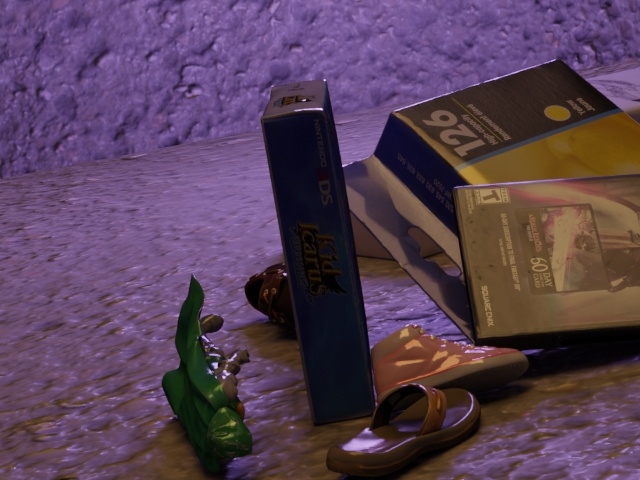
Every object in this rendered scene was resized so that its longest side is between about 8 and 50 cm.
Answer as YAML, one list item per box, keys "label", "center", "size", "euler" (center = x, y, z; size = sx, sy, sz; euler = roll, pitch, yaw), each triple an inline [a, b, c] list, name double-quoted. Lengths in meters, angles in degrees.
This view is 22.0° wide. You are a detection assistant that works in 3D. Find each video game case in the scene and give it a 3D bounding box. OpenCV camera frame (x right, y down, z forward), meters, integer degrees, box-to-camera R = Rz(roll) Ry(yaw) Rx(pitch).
- label: "video game case"
  center: [0.000, 0.000, 1.494]
  size: [0.061, 0.270, 0.244]
  euler: [-9, 12, 1]
- label: "video game case"
  center: [0.266, 0.014, 1.490]
  size: [0.274, 0.026, 0.196]
  euler: [-5, 45, 0]

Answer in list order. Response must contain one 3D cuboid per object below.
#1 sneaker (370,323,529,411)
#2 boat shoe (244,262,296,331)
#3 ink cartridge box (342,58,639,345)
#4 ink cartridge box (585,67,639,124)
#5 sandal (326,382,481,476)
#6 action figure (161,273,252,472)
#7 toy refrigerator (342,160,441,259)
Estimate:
- label: "sneaker"
  center: [0.106, 0.097, 1.404]
  size: [0.134, 0.070, 0.051]
  euler: [-13, -29, -4]
- label: "boat shoe"
  center: [-0.030, 0.063, 1.730]
  size: [0.073, 0.073, 0.207]
  euler: [-14, 5, -13]
- label: "ink cartridge box"
  center: [0.207, -0.045, 1.623]
  size: [0.307, 0.072, 0.303]
  euler: [-19, 48, -28]
- label: "ink cartridge box"
  center: [0.375, -0.106, 1.950]
  size: [0.394, 0.166, 0.285]
  euler: [-12, 12, -13]
- label: "sandal"
  center: [0.068, 0.140, 1.295]
  size: [0.072, 0.049, 0.180]
  euler: [-1, 10, 38]
- label: "action figure"
  center: [-0.090, 0.130, 1.383]
  size: [0.063, 0.137, 0.232]
  euler: [1, 18, -11]
- label: "toy refrigerator"
  center: [0.061, -0.042, 2.085]
  size: [0.094, 0.102, 0.269]
  euler: [-17, 13, -32]
